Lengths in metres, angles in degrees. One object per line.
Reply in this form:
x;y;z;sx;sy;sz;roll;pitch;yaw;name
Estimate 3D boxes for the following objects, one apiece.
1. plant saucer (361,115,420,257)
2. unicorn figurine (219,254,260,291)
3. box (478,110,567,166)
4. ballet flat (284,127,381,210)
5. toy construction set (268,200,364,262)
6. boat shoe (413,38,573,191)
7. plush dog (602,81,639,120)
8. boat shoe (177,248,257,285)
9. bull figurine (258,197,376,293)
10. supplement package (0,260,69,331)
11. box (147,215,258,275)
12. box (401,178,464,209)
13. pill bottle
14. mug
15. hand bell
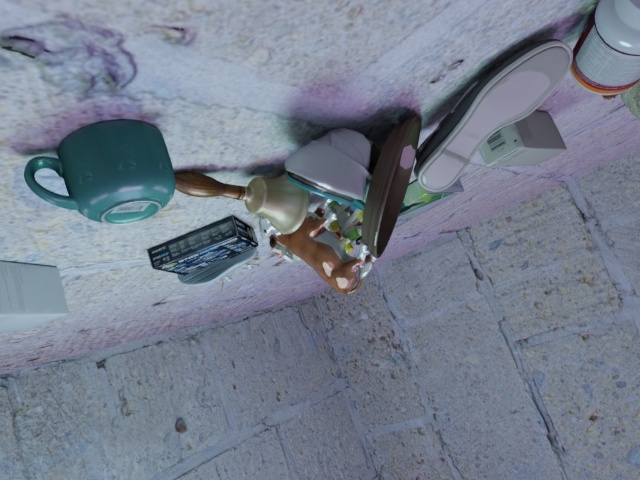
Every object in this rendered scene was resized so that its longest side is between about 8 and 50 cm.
0.135;-0.102;0.892;0.041;0.278;0.278;17;178;15;plant saucer
-0.262;0.088;1.494;0.111;0.060;0.162;-11;149;-37;unicorn figurine
0.467;-0.240;1.081;0.275;0.113;0.094;-8;164;-44;box
0.048;-0.135;0.841;0.139;0.139;0.400;-24;172;16;ballet flat
0.028;-0.012;1.266;0.327;0.151;0.215;-26;167;26;toy construction set
0.287;-0.233;0.841;0.112;0.096;0.335;22;130;-25;boat shoe
0.777;-0.302;1.033;0.262;0.226;0.210;-13;166;-36;plush dog
-0.281;0.073;1.290;0.226;0.083;0.076;-19;168;-10;boat shoe
0.000;0.000;1.114;0.188;0.310;0.101;-41;-164;28;bull figurine
-0.587;0.108;0.865;0.105;0.105;0.179;-22;168;8;supplement package
-0.278;0.019;1.127;0.220;0.051;0.175;-21;169;5;box
0.269;-0.107;1.488;0.232;0.059;0.322;-9;163;-45;box
0.463;-0.315;0.686;0.121;0.121;0.221;-23;168;10;pill bottle
-0.267;-0.073;0.594;0.157;0.098;0.129;-21;169;1;mug
-0.149;-0.087;0.807;0.241;0.126;0.126;8;152;-41;hand bell
